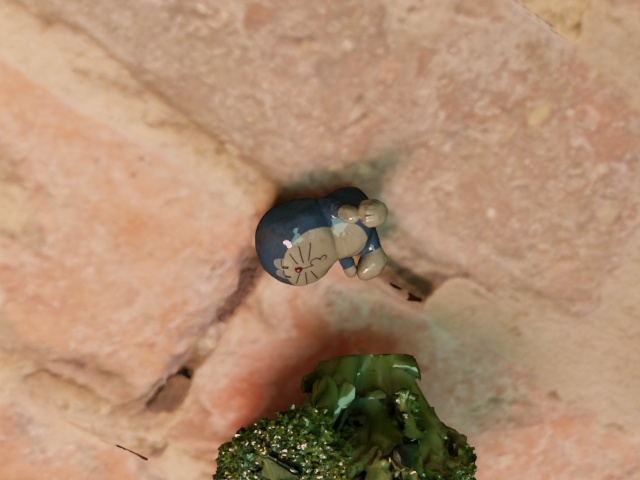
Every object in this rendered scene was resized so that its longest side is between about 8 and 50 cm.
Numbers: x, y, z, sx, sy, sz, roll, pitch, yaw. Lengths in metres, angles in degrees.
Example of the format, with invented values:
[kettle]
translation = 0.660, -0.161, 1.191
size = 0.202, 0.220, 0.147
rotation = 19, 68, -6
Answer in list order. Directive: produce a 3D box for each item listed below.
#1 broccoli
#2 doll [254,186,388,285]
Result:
[broccoli]
translation = 0.014, 0.154, 1.199
size = 0.195, 0.195, 0.156
rotation = -1, 84, -15
[doll]
translation = 0.000, 0.000, 1.166
size = 0.083, 0.050, 0.076
rotation = -17, 139, -8
